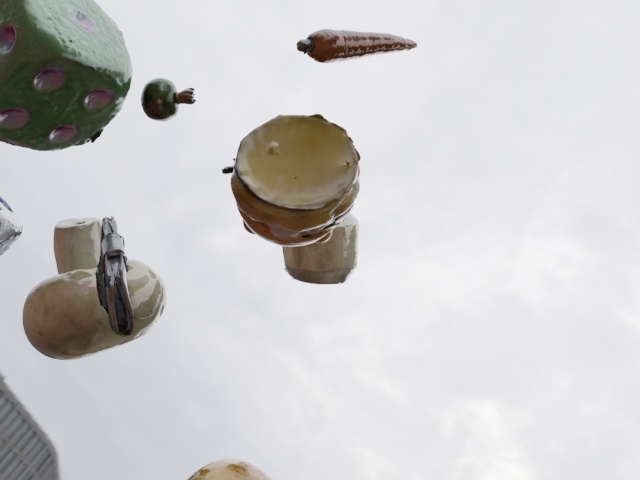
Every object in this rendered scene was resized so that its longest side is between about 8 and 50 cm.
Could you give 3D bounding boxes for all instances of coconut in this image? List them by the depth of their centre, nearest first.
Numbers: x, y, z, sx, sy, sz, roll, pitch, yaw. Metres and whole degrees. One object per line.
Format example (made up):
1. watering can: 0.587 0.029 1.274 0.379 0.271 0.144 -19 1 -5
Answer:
1. coconut: 0.000 0.000 2.226 0.244 0.245 0.248 5 -86 36

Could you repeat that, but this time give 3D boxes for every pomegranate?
1. pomegranate: -0.392 -0.363 1.943 0.142 0.115 0.115 -5 -43 0

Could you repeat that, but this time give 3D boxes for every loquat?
1. loquat: -0.136 0.428 1.149 0.187 0.176 0.234 -31 -33 13

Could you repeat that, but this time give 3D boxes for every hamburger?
1. hamburger: -0.053 -0.107 1.600 0.276 0.276 0.237 28 -32 12

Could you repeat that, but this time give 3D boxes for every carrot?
1. carrot: 0.086 -0.397 1.542 0.069 0.335 0.069 18 -67 49

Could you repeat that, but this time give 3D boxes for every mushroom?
1. mushroom: -0.555 0.140 1.865 0.353 0.353 0.325 60 -4 -29

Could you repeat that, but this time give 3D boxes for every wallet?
1. wallet: -0.434 0.069 1.570 0.231 0.069 0.170 -119 -152 -47

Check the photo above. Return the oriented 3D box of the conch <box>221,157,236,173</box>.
1. conch: -0.130 -0.229 2.169 0.313 0.241 0.186 -29 -42 25

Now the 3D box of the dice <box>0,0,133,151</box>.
1. dice: -0.674 -0.424 1.810 0.330 0.322 0.318 -38 -118 23

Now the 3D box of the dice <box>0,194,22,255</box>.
1. dice: -0.701 -0.031 1.306 0.251 0.259 0.243 50 -11 -6
